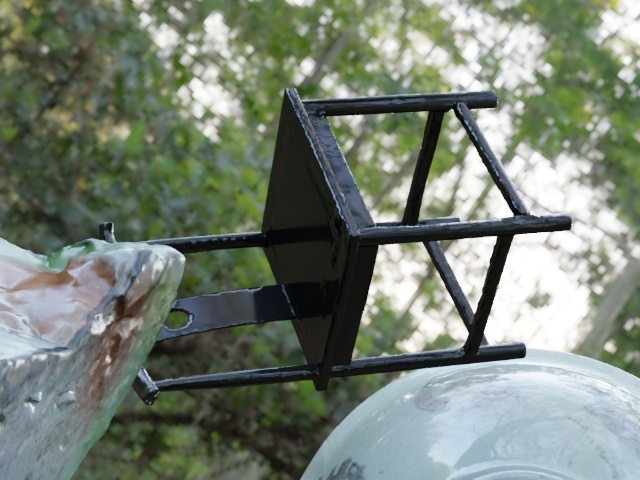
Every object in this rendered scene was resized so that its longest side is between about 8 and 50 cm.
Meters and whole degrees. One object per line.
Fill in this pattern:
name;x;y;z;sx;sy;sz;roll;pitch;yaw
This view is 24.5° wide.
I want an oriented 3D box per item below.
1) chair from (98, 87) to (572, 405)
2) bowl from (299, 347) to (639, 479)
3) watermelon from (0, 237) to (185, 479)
chair;0.000;0.000;0.934;0.154;0.260;0.141;-113;-155;-44
bowl;0.161;0.284;1.194;0.435;0.434;0.196;34;-6;14
watermelon;-0.198;0.036;0.516;0.289;0.320;0.214;49;-30;-5
